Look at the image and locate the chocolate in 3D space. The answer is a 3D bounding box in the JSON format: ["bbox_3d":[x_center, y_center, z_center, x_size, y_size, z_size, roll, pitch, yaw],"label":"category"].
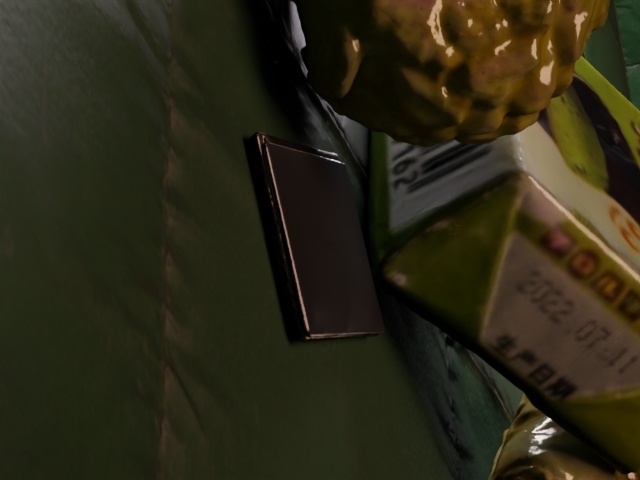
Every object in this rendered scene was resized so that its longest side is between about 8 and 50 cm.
[{"bbox_3d":[0.177,-0.021,1.369,0.289,0.137,0.301,39,32,-27],"label":"chocolate"}]

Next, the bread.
[{"bbox_3d":[0.199,0.196,1.442,0.267,0.130,0.152,-48,125,-69],"label":"bread"}]

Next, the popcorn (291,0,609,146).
[{"bbox_3d":[0.066,-0.183,1.188,0.212,0.259,0.259,127,-48,-78],"label":"popcorn"}]

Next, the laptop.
[{"bbox_3d":[0.000,0.000,1.134,0.180,0.016,0.129,6,70,-72],"label":"laptop"}]
